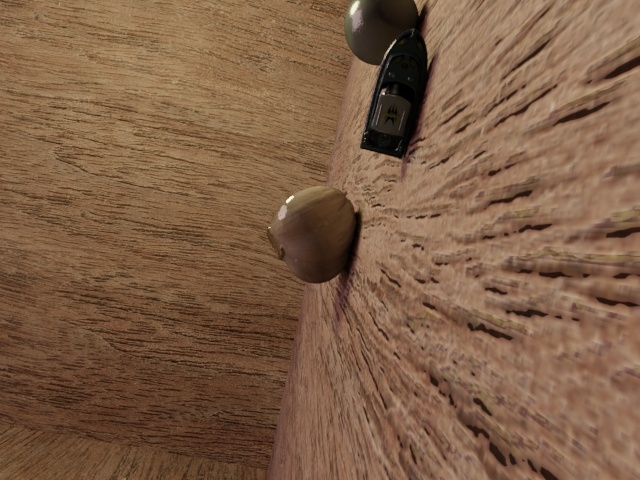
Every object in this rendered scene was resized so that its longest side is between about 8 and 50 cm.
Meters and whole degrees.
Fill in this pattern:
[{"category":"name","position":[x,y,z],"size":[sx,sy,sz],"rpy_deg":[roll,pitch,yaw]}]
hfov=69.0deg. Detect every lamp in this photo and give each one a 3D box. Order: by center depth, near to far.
[{"category":"lamp","position":[0.085,-0.300,0.649],"size":[0.105,0.105,0.105],"rpy_deg":[-169,90,-87]}]

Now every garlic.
[{"category":"garlic","position":[0.000,0.000,0.885],"size":[0.229,0.178,0.142],"rpy_deg":[72,172,-59]}]

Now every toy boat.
[{"category":"toy boat","position":[0.088,-0.168,0.536],"size":[0.060,0.055,0.141],"rpy_deg":[-68,-8,-63]}]
